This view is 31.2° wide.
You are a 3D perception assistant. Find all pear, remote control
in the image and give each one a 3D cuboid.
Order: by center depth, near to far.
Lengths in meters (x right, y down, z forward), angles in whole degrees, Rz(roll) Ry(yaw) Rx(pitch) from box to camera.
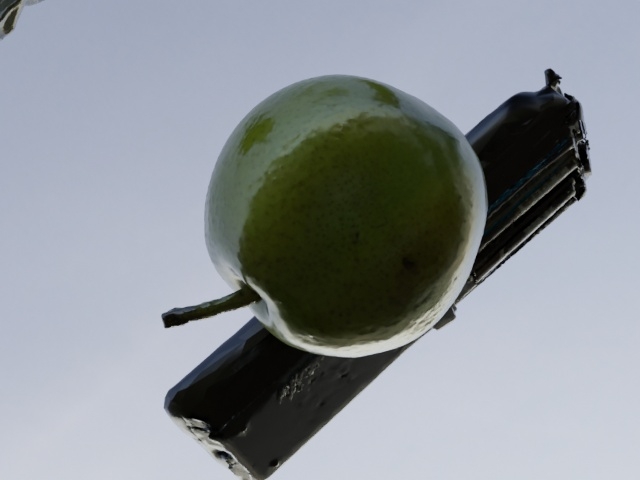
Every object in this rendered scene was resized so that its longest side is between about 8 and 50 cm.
[{"bbox_3d":[0.000,0.000,0.714,0.216,0.166,0.180,-42,-71,-22],"label":"pear"},{"bbox_3d":[0.063,0.037,0.900,0.399,0.062,0.144,-41,-40,-7],"label":"remote control"}]

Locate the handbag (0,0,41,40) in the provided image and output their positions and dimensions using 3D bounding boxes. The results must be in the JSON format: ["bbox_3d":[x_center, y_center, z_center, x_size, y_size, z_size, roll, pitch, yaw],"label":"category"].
[{"bbox_3d":[-0.250,-0.272,0.790,0.117,0.182,0.270,-27,-79,18],"label":"handbag"}]
